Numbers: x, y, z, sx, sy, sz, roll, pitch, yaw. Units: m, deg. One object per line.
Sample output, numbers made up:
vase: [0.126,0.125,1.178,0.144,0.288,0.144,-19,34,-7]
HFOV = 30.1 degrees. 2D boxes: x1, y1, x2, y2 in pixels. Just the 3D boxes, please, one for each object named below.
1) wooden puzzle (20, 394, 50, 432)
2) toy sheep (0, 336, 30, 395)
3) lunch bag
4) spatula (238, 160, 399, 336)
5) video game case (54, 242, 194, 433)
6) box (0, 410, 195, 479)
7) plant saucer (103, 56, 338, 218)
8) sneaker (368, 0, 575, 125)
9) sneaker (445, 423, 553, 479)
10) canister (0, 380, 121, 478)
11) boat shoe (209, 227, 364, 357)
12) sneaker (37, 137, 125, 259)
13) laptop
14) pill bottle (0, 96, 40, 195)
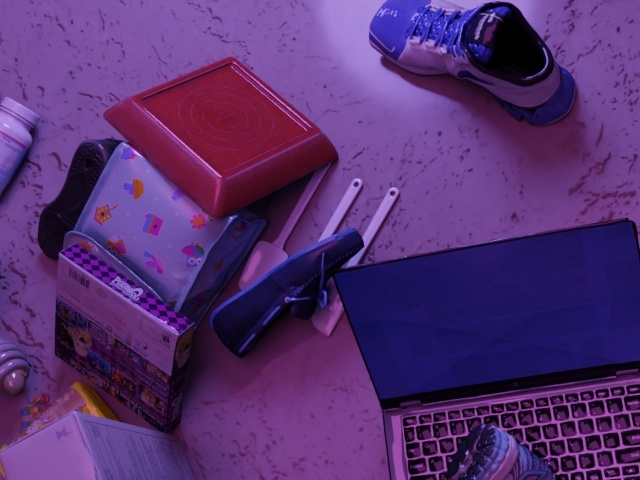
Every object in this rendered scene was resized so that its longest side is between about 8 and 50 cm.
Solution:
wooden puzzle: [-0.433,0.278,1.820,0.049,0.006,0.083,-15,71,12]
toy sheep: [-0.495,0.190,1.821,0.091,0.091,0.132,-47,62,0]
lunch bag: [-0.250,0.019,1.762,0.223,0.160,0.262,36,99,16]
spatula: [0.000,0.000,1.765,0.168,0.019,0.242,27,84,22]
video game case: [-0.289,0.143,1.725,0.232,0.210,0.042,31,42,22]
box: [-0.280,0.332,1.595,0.121,0.311,0.148,-28,67,9]
plant saucer: [-0.140,-0.170,1.756,0.258,0.047,0.259,42,48,22]
sneaker: [0.215,-0.291,1.697,0.316,0.182,0.127,29,83,21]
sneaker: [0.188,0.370,1.495,0.122,0.110,0.283,28,112,-9]
canister: [-0.380,0.306,1.758,0.170,0.073,0.126,-44,72,1]
boat shoe: [-0.035,0.077,1.708,0.258,0.109,0.089,-36,80,21]
sneaker: [-0.354,-0.066,1.861,0.087,0.130,0.227,39,116,17]
laptop: [0.245,0.227,1.512,0.382,0.236,0.407,-10,72,14]
pill bottle: [-0.522,-0.148,1.924,0.087,0.087,0.160,28,84,21]
